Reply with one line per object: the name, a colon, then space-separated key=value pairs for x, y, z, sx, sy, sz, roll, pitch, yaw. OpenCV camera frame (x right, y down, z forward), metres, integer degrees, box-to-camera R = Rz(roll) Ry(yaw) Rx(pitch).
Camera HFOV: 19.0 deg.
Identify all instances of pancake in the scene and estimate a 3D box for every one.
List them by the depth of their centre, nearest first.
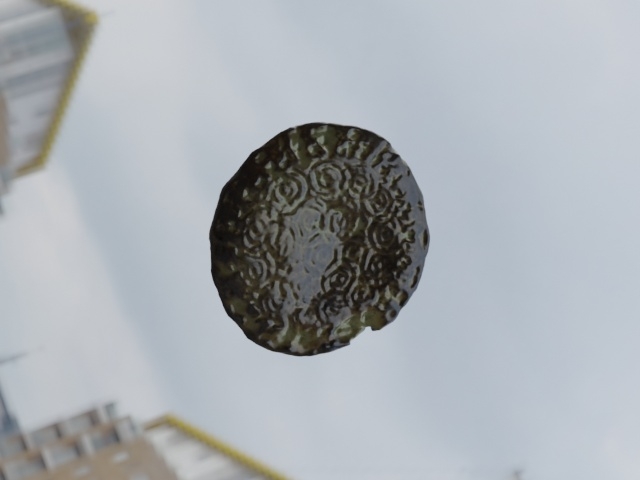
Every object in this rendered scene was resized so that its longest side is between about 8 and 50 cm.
pancake: x=0.000 y=0.000 z=1.566 sx=0.021 sy=0.199 sz=0.199 roll=-147 pitch=-139 yaw=-69
